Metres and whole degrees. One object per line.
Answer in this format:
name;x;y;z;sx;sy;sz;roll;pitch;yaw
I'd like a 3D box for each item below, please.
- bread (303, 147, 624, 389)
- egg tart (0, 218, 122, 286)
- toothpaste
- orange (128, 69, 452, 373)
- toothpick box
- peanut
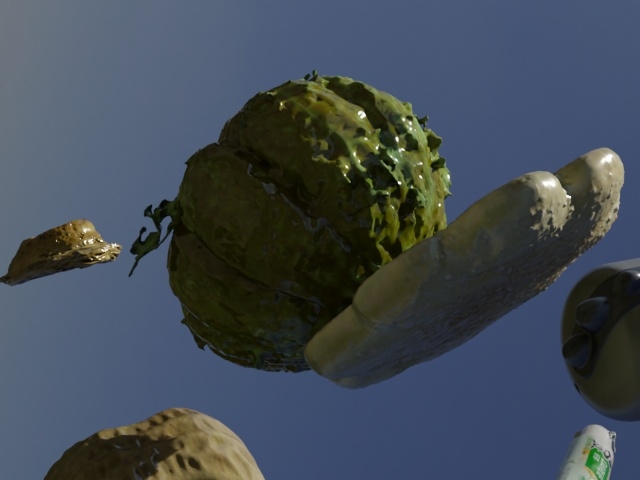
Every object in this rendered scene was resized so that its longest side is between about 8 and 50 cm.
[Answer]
bread;0.129;0.032;1.126;0.054;0.316;0.316;58;-37;17
egg tart;-0.262;0.011;1.334;0.129;0.129;0.049;-12;-86;69
toothpaste;0.263;0.264;1.391;0.314;0.058;0.056;-39;132;-68
orange;0.000;0.000;1.263;0.223;0.301;0.300;37;-95;29
toothpick box;0.447;0.109;1.702;0.229;0.316;0.229;173;-90;-69
peanut;-0.168;0.251;1.285;0.197;0.233;0.110;52;-37;45
